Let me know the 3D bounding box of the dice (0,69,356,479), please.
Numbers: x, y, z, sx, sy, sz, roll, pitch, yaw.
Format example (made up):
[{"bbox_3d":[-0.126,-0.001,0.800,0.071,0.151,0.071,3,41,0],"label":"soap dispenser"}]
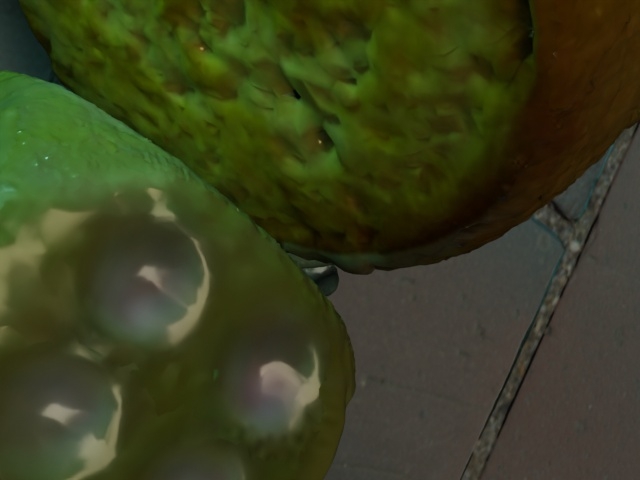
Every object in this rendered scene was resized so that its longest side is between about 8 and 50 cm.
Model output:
[{"bbox_3d":[-0.147,0.072,0.581,0.227,0.233,0.238,43,73,-33],"label":"dice"}]

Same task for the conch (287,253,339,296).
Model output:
[{"bbox_3d":[-0.003,-0.007,0.789,0.180,0.088,0.065,-24,69,-24],"label":"conch"}]

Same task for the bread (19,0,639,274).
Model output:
[{"bbox_3d":[0.012,-0.164,0.554,0.215,0.398,0.398,-44,122,-33],"label":"bread"}]
